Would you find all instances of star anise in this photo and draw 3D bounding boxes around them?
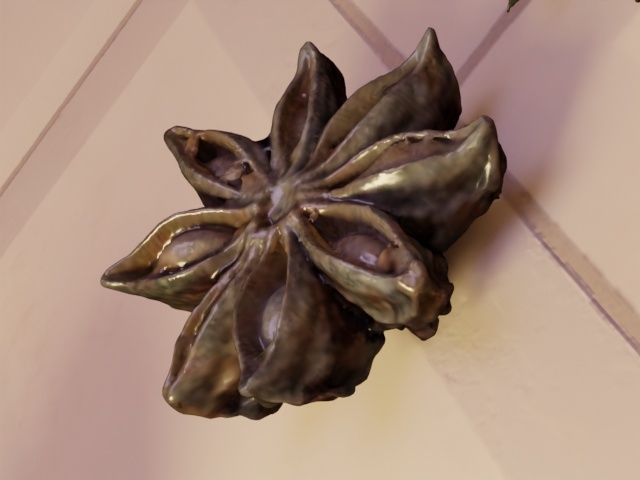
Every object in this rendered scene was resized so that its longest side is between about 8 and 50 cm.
[{"bbox_3d":[-0.001,0.001,0.801,0.236,0.109,0.223,-33,45,9],"label":"star anise"}]

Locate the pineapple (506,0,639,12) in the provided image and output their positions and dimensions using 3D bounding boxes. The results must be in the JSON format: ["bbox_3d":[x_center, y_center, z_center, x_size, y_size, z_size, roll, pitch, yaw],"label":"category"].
[{"bbox_3d":[0.174,-0.306,0.786,0.165,0.165,0.364,-10,65,51],"label":"pineapple"}]
